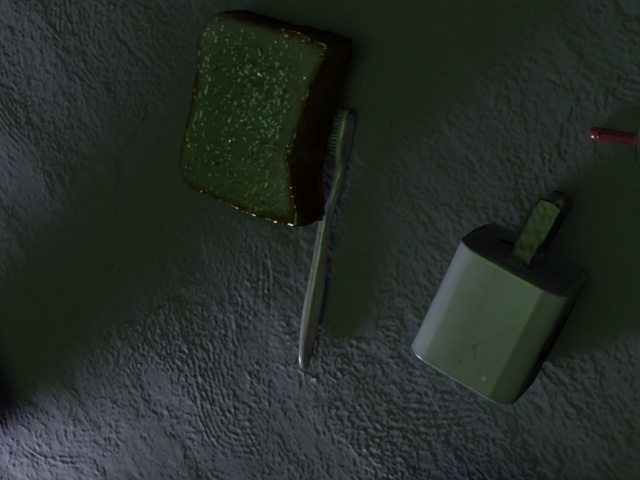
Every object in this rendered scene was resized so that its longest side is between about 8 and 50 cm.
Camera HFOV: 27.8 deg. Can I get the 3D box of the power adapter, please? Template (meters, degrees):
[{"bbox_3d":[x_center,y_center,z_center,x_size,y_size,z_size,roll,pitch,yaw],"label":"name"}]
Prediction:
[{"bbox_3d":[0.198,0.043,1.322,0.125,0.130,0.205,30,113,17],"label":"power adapter"}]

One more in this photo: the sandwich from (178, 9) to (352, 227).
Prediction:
[{"bbox_3d":[-0.062,-0.138,1.429,0.186,0.065,0.215,22,109,29],"label":"sandwich"}]

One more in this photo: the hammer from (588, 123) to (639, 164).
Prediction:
[{"bbox_3d":[0.308,-0.103,1.301,0.083,0.031,0.053,13,103,33],"label":"hammer"}]

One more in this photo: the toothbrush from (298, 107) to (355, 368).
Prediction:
[{"bbox_3d":[0.000,0.000,1.464,0.029,0.025,0.307,18,107,30],"label":"toothbrush"}]
